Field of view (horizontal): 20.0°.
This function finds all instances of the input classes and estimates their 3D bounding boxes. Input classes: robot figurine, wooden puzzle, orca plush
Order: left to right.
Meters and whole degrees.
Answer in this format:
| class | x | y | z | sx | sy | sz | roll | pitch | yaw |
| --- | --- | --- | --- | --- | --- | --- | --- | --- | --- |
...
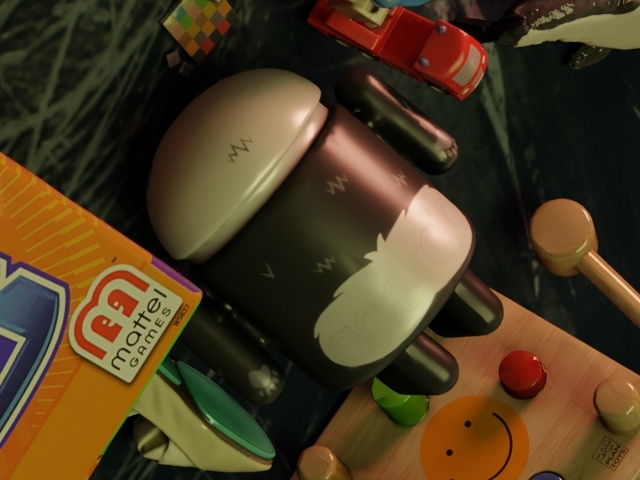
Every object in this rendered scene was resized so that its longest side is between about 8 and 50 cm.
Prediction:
| class | x | y | z | sx | sy | sz | roll | pitch | yaw |
| --- | --- | --- | --- | --- | --- | --- | --- | --- | --- |
| wooden puzzle | -0.091 | -0.164 | 1.349 | 0.083 | 0.006 | 0.049 | -52 | 134 | -11 |
| robot figurine | 0.000 | -0.001 | 1.342 | 0.278 | 0.173 | 0.209 | 40 | 37 | -10 |
| orca plush | 0.232 | -0.223 | 1.581 | 0.287 | 0.102 | 0.151 | -16 | 164 | -25 |

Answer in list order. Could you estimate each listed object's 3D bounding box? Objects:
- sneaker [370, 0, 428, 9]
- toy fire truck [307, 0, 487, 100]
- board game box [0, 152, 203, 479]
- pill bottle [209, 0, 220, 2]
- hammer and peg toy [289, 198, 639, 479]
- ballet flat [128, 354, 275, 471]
| class | x | y | z | sx | sy | sz | roll | pitch | yaw |
| --- | --- | --- | --- | --- | --- | --- | --- | --- | --- |
| sneaker | 0.068 | -0.239 | 1.339 | 0.126 | 0.091 | 0.240 | 46 | 45 | -3 |
| toy fire truck | 0.028 | -0.175 | 1.359 | 0.047 | 0.192 | 0.135 | -62 | 163 | 0 |
| board game box | -0.363 | 0.044 | 0.954 | 0.356 | 0.356 | 0.356 | 37 | 83 | -44 |
| pill bottle | -0.062 | -0.249 | 1.282 | 0.086 | 0.086 | 0.152 | 31 | 87 | -45 |
| hammer and peg toy | 0.170 | 0.138 | 1.537 | 0.361 | 0.266 | 0.127 | -54 | 153 | -8 |
| ballet flat | -0.129 | 0.124 | 1.404 | 0.086 | 0.086 | 0.248 | -52 | 132 | -11 |
